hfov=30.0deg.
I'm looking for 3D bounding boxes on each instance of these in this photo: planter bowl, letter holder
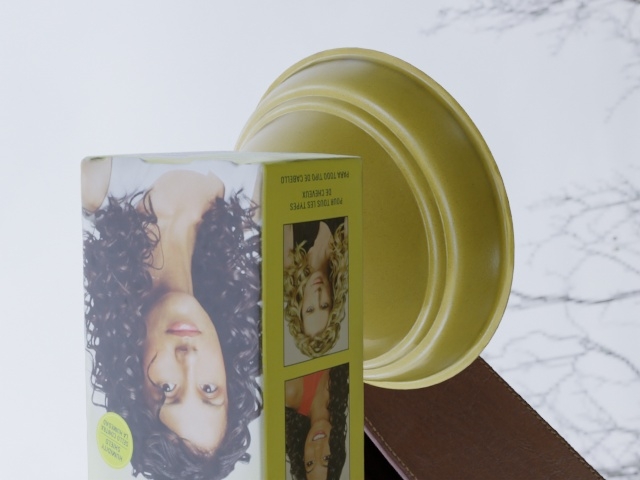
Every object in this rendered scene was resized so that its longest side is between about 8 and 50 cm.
[{"bbox_3d":[0.000,0.000,0.709,0.090,0.217,0.217,-22,-81,-47],"label":"planter bowl"},{"bbox_3d":[0.088,0.231,0.966,0.214,0.302,0.152,-28,-29,-32],"label":"letter holder"}]

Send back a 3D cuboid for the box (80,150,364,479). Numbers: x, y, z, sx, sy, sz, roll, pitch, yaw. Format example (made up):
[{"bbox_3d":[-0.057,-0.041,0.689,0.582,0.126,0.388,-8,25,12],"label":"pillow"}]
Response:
[{"bbox_3d":[-0.033,0.086,0.414,0.058,0.087,0.232,-9,-80,-52],"label":"box"}]
